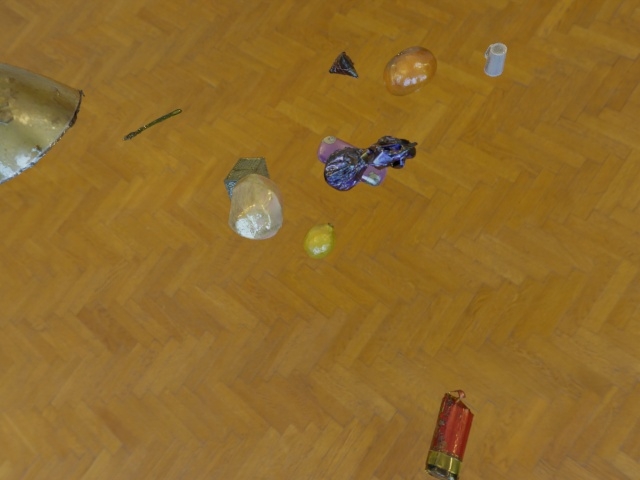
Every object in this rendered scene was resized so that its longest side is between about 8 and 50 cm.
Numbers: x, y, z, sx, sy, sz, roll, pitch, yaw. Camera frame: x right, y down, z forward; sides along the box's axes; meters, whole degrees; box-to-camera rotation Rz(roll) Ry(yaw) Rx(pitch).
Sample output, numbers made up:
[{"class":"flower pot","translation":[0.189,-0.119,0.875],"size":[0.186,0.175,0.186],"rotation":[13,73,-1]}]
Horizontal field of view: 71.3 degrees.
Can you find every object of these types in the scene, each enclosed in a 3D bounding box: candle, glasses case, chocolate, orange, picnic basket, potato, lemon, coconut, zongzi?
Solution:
[{"class":"candle","translation":[0.194,0.285,0.662],"size":[0.051,0.052,0.131],"rotation":[15,61,17]},{"class":"glasses case","translation":[0.137,-0.337,1.906],"size":[0.316,0.076,0.123],"rotation":[24,95,-10]},{"class":"chocolate","translation":[0.146,-0.228,1.224],"size":[0.148,0.343,0.126],"rotation":[5,81,-31]},{"class":"orange","translation":[0.382,-0.734,1.924],"size":[0.240,0.240,0.171],"rotation":[-31,109,3]},{"class":"picnic basket","translation":[-0.322,-0.260,2.007],"size":[0.134,0.154,0.196],"rotation":[0,40,18]},{"class":"potato","translation":[-0.430,-0.177,0.592],"size":[0.182,0.117,0.202],"rotation":[-31,46,9]},{"class":"lemon","translation":[0.000,0.000,0.854],"size":[0.062,0.062,0.083],"rotation":[47,118,20]},{"class":"coconut","translation":[-0.229,-0.123,1.626],"size":[0.197,0.237,0.237],"rotation":[8,76,-3]},{"class":"zongzi","translation":[0.070,-0.451,1.167],"size":[0.073,0.083,0.067],"rotation":[42,93,-21]}]

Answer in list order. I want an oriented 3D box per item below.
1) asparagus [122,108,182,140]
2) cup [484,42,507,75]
[{"class":"asparagus","translation":[-0.395,-0.276,1.053],"size":[0.016,0.013,0.166],"rotation":[38,57,19]},{"class":"cup","translation":[0.692,-0.731,1.780],"size":[0.074,0.116,0.104],"rotation":[-23,65,1]}]
